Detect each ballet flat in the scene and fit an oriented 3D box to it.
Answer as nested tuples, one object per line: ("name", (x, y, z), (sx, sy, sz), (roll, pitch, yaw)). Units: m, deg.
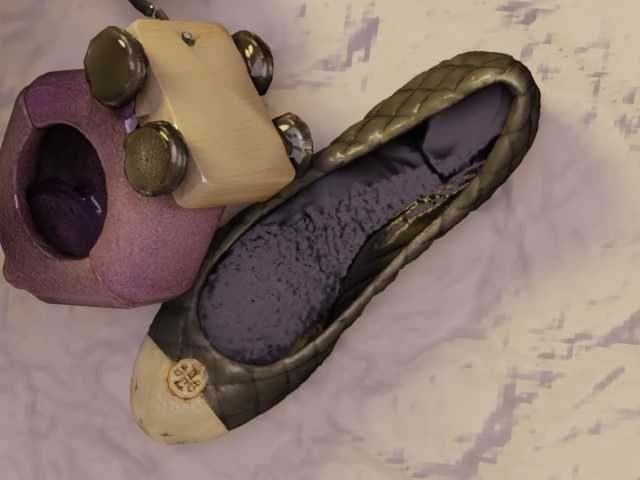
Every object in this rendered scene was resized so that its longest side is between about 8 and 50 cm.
("ballet flat", (0.000, 0.000, 0.469), (0.173, 0.049, 0.057), (-45, 84, 4))

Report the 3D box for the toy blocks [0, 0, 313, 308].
("toy blocks", (-0.232, -0.065, 0.438), (0.260, 0.309, 0.288), (-36, 72, 37))
